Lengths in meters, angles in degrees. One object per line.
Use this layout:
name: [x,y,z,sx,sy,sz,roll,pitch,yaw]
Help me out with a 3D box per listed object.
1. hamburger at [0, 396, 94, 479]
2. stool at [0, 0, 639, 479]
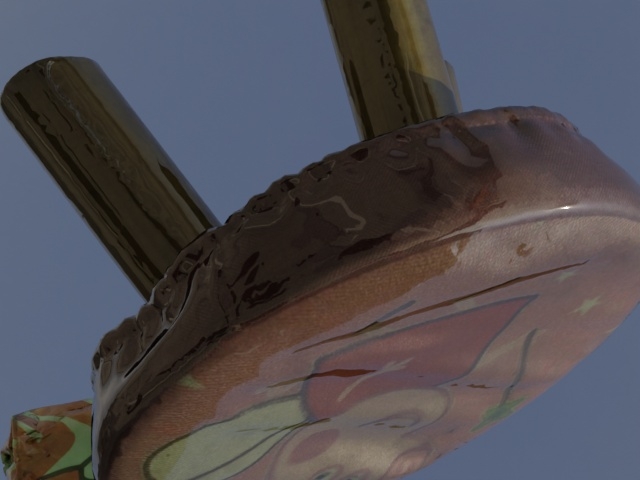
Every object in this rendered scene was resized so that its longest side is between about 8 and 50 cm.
hamburger: [-0.095,0.194,0.955,0.125,0.214,0.235,91,-14,-48]
stool: [0.000,0.000,0.677,0.272,0.272,0.178,-40,-118,26]
